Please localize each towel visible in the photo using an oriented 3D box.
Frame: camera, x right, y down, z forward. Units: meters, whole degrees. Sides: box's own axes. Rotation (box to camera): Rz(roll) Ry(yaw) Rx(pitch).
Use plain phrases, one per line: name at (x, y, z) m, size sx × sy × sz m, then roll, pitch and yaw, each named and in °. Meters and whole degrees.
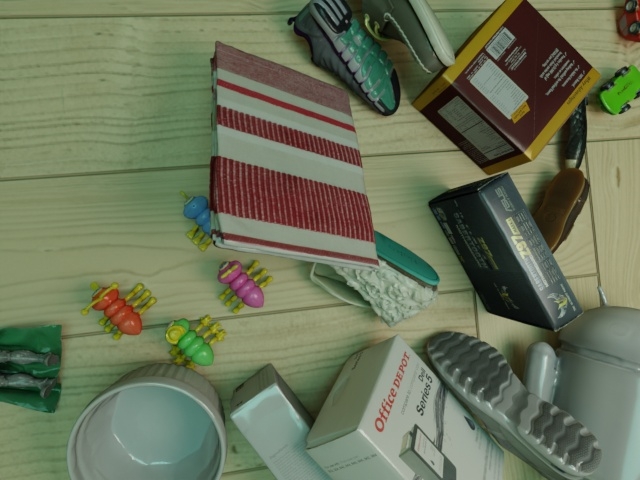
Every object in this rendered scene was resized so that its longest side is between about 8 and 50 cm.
towel at (-0.039, -0.119, 0.626) m, size 0.237 × 0.037 × 0.329 m, roll 10°, pitch 58°, yaw -29°

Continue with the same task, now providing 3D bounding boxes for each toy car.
toy car at (0.584, -0.312, 0.821) m, size 0.225 × 0.053 × 0.239 m, roll -42°, pitch 94°, yaw -7°

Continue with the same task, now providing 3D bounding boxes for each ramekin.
ramekin at (-0.235, 0.277, 0.640) m, size 0.207 × 0.109 × 0.207 m, roll -1°, pitch 98°, yaw -6°

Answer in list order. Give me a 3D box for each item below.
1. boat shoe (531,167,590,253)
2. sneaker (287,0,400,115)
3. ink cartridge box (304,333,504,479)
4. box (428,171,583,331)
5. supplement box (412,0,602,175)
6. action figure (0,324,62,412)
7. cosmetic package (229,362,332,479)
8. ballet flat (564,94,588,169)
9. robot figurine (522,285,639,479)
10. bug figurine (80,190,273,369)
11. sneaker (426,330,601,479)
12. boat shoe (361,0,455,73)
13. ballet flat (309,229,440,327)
boat shoe at (0.403, -0.024, 0.777) m, size 0.207 × 0.073 × 0.073 m, roll -53°, pitch 136°, yaw -1°
sneaker at (0.044, -0.296, 0.737) m, size 0.224 × 0.098 × 0.083 m, roll 48°, pitch 60°, yaw -27°
ink cartridge box at (0.136, 0.311, 0.656) m, size 0.273 × 0.198 × 0.115 m, roll 48°, pitch 126°, yaw -5°
box at (0.278, 0.018, 0.700) m, size 0.059 × 0.183 × 0.233 m, roll -31°, pitch 94°, yaw -9°
supplement box at (0.302, -0.250, 0.737) m, size 0.194 × 0.129 × 0.191 m, roll 41°, pitch 83°, yaw -6°
action figure at (-0.505, 0.180, 0.640) m, size 0.232 × 0.063 × 0.137 m, roll 7°, pitch 91°, yaw -5°
cosmetic package at (-0.038, 0.313, 0.678) m, size 0.085 × 0.117 × 0.231 m, roll -35°, pitch 95°, yaw -8°
ballet flat at (0.458, -0.206, 0.809) m, size 0.049 × 0.057 × 0.173 m, roll 2°, pitch 87°, yaw 32°
robot figurine at (0.476, 0.260, 0.715) m, size 0.300 × 0.200 × 0.353 m, roll 15°, pitch 87°, yaw 3°
bug figurine at (-0.203, 0.070, 0.681) m, size 0.216 × 0.072 × 0.279 m, roll 43°, pitch 83°, yaw -6°
sneaker at (0.269, 0.262, 0.691) m, size 0.105 × 0.115 × 0.281 m, roll -24°, pitch 48°, yaw -27°
boat shoe at (0.108, -0.369, 0.691) m, size 0.091 × 0.109 × 0.305 m, roll -33°, pitch 69°, yaw 26°
ballet flat at (0.000, 0.000, 0.691) m, size 0.409 × 0.147 × 0.147 m, roll 37°, pitch 84°, yaw -5°
